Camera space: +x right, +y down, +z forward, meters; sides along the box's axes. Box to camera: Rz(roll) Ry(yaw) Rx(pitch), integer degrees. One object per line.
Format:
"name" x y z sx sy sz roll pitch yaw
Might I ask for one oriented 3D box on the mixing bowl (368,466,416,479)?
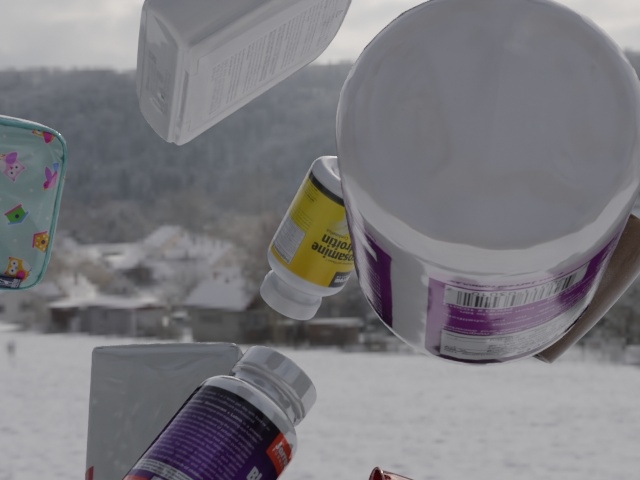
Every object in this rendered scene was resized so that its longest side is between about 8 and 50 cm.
"mixing bowl" 0.092 0.292 1.122 0.098 0.181 0.181 3 2 -5

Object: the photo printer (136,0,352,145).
"photo printer" -0.082 -0.276 1.592 0.307 0.107 0.256 -36 -14 -22

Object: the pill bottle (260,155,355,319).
"pill bottle" 0.000 0.000 1.506 0.103 0.184 0.103 23 24 -11

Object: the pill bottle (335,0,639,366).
"pill bottle" 0.101 -0.016 0.800 0.169 0.169 0.301 -2 -19 4

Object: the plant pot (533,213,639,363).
"plant pot" 0.341 0.053 1.841 0.215 0.230 0.215 29 -5 3

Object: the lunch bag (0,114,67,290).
"lunch bag" -0.521 -0.057 1.961 0.224 0.279 0.108 10 4 -30

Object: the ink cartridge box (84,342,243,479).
"ink cartridge box" -0.149 0.292 1.436 0.160 0.279 0.385 -2 -18 2

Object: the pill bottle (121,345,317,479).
"pill bottle" -0.087 0.187 1.111 0.108 0.108 0.193 1 42 45
